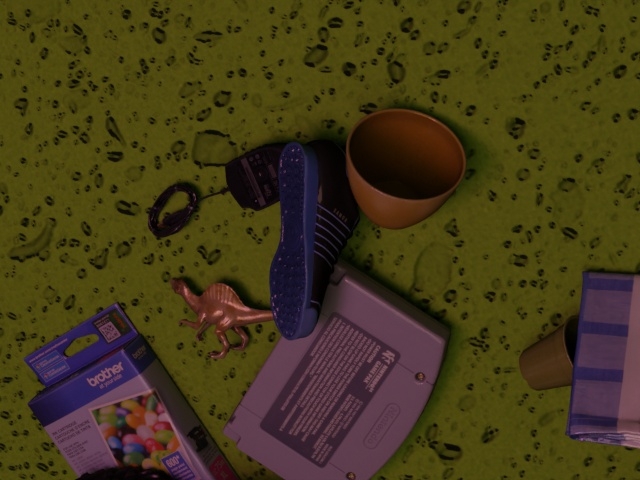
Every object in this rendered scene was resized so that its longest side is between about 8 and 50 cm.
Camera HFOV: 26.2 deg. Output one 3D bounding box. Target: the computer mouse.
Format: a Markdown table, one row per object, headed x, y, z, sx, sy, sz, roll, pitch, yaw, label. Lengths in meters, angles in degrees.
| x | y | z | sx | sy | sz | roll | pitch | yaw | label |
| --- | --- | --- | --- | --- | --- | --- | --- | --- | --- |
| -0.115 | -0.059 | 1.666 | 0.242 | 0.041 | 0.071 | -20 | 94 | 32 | computer mouse |

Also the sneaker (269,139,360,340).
| x | y | z | sx | sy | sz | roll | pitch | yaw | label |
| --- | --- | --- | --- | --- | --- | --- | --- | --- | --- |
| 0.000 | 0.000 | 1.584 | 0.081 | 0.090 | 0.232 | 20 | 108 | 54 | sneaker |

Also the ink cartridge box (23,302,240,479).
| x | y | z | sx | sy | sz | roll | pitch | yaw | label |
| --- | --- | --- | --- | --- | --- | --- | --- | --- | --- |
| -0.257 | 0.255 | 1.821 | 0.186 | 0.065 | 0.311 | -29 | 96 | 26 | ink cartridge box |

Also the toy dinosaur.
| x | y | z | sx | sy | sz | roll | pitch | yaw | label |
| --- | --- | --- | --- | --- | --- | --- | --- | --- | --- |
| -0.114 | 0.098 | 1.712 | 0.183 | 0.053 | 0.092 | 13 | 112 | 15 | toy dinosaur |

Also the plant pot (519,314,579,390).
| x | y | z | sx | sy | sz | roll | pitch | yaw | label |
| --- | --- | --- | --- | --- | --- | --- | --- | --- | --- |
| 0.274 | 0.138 | 1.578 | 0.079 | 0.083 | 0.083 | -28 | 99 | 39 | plant pot |

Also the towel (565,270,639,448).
| x | y | z | sx | sy | sz | roll | pitch | yaw | label |
| --- | --- | --- | --- | --- | --- | --- | --- | --- | --- |
| 0.412 | 0.130 | 1.469 | 0.285 | 0.209 | 0.034 | 3 | 155 | 19 | towel |

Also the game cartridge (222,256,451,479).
| x | y | z | sx | sy | sz | roll | pitch | yaw | label |
| --- | --- | --- | --- | --- | --- | --- | --- | --- | --- |
| 0.026 | 0.182 | 1.689 | 0.198 | 0.062 | 0.297 | 31 | 117 | -1 | game cartridge |

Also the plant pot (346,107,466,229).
| x | y | z | sx | sy | sz | roll | pitch | yaw | label |
| --- | --- | --- | --- | --- | --- | --- | --- | --- | --- |
| 0.087 | -0.068 | 1.545 | 0.134 | 0.134 | 0.095 | 27 | 143 | 9 | plant pot |

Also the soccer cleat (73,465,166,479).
| x | y | z | sx | sy | sz | roll | pitch | yaw | label |
| --- | --- | --- | --- | --- | --- | --- | --- | --- | --- |
| -0.182 | 0.370 | 1.750 | 0.318 | 0.108 | 0.116 | 6 | 116 | 13 | soccer cleat |
